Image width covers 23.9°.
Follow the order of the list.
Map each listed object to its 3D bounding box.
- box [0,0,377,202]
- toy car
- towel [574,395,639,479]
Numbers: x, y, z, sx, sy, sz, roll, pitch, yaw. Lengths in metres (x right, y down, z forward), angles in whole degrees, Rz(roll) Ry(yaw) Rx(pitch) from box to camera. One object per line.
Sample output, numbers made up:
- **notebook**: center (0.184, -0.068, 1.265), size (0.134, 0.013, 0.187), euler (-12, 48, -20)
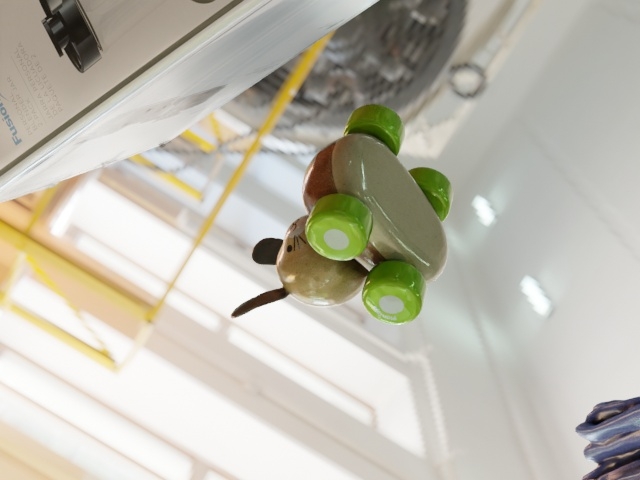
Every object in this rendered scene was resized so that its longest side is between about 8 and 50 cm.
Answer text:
- **box**: center (-0.040, -0.126, 0.671), size (0.290, 0.087, 0.169), euler (-30, 178, 36)
- **toy car**: center (0.000, 0.000, 1.293), size (0.188, 0.149, 0.155), euler (-24, -151, 33)
- **towel**: center (0.292, 0.063, 0.559), size (0.243, 0.336, 0.040), euler (-37, -130, 50)
